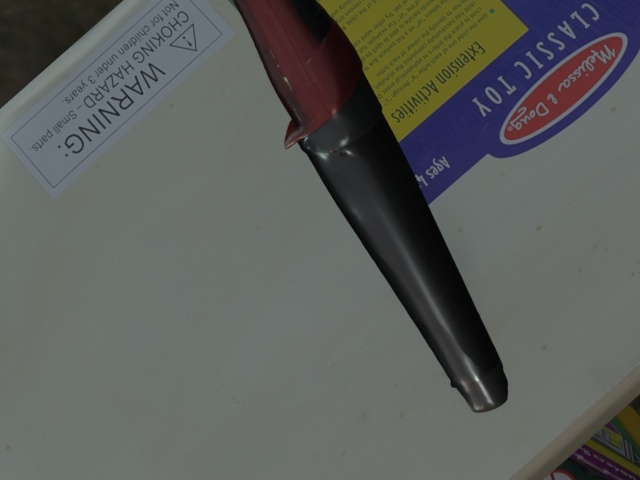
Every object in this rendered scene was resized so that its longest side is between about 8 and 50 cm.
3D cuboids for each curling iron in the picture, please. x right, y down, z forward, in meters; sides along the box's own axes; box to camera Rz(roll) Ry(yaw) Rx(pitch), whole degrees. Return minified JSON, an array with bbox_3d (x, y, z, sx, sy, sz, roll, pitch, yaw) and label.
[{"bbox_3d":[-0.008,-0.040,0.561,0.035,0.274,0.068,1,47,42],"label":"curling iron"}]

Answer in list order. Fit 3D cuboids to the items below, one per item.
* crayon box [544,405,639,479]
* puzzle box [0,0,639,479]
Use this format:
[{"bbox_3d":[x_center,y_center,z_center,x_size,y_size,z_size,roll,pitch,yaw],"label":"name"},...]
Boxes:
[{"bbox_3d":[0.055,0.104,1.123,0.106,0.363,0.313,-60,6,6],"label":"crayon box"},{"bbox_3d":[0.000,0.000,0.725,0.409,0.052,0.272,-41,68,0],"label":"puzzle box"}]
